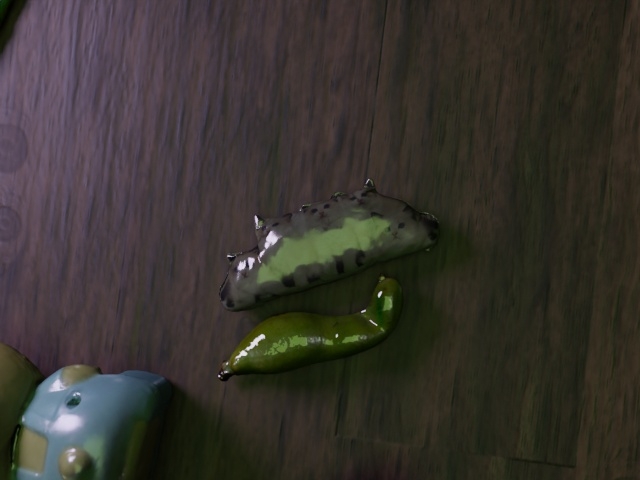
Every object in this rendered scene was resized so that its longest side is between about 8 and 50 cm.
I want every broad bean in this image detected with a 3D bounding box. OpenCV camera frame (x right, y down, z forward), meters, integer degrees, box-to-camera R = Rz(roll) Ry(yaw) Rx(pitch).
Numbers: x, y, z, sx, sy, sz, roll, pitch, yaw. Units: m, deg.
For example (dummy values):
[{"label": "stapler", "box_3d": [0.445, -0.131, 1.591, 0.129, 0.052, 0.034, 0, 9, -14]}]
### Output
[{"label": "broad bean", "box_3d": [-0.010, 0.100, 0.909, 0.214, 0.048, 0.070, -23, 87, 2]}]

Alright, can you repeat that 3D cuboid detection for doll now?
[{"label": "doll", "box_3d": [-0.296, 0.195, 0.869, 0.261, 0.161, 0.176, 12, 90, 2]}]

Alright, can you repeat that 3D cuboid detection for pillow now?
[{"label": "pillow", "box_3d": [0.001, -0.001, 0.911, 0.241, 0.051, 0.093, -18, 92, 4]}]

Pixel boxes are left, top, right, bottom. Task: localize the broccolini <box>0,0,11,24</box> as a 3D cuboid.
[{"label": "broccolini", "box_3d": [-0.336, -0.306, 0.945, 0.071, 0.058, 0.254, 19, 85, 47]}]
